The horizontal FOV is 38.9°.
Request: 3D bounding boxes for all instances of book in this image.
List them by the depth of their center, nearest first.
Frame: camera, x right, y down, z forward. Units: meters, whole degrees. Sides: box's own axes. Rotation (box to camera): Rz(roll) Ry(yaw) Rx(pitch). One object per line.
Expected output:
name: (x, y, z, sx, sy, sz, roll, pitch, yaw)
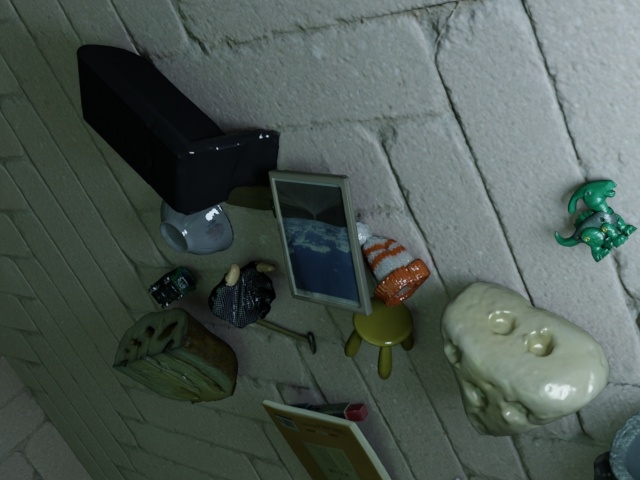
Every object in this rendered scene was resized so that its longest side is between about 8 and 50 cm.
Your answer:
book: (0.040, 0.521, 2.137, 0.268, 0.032, 0.389, 6, 138, 37)

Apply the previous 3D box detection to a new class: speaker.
speaker: (-0.273, -0.219, 1.686, 0.388, 0.184, 0.180, 43, 146, 24)

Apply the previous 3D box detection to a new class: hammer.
hammer: (-0.090, 0.201, 2.014, 0.198, 0.013, 0.062, 17, 137, 35)

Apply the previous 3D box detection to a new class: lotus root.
lotus root: (-0.313, 0.281, 2.208, 0.267, 0.149, 0.260, -19, 138, 38)

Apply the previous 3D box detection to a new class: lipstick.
lipstick: (0.011, 0.405, 2.090, 0.312, 0.051, 0.051, -19, 113, 51)

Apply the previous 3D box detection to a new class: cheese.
cheese: (0.319, 0.188, 1.435, 0.247, 0.173, 0.251, -5, 117, 50)

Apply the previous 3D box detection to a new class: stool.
stool: (0.112, 0.176, 1.691, 0.135, 0.134, 0.110, -6, 140, -6)

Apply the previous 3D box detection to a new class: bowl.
bowl: (-0.282, -0.029, 1.916, 0.189, 0.086, 0.189, 27, 142, 24)

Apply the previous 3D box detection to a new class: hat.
hat: (0.106, 0.030, 1.586, 0.162, 0.093, 0.112, 55, 139, 19)

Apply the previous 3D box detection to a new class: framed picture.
framed picture: (0.000, 0.000, 1.599, 0.189, 0.023, 0.260, 10, 119, 42)

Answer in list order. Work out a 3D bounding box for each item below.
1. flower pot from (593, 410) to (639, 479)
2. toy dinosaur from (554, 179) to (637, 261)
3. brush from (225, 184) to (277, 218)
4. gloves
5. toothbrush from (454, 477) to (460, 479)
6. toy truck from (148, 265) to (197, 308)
flower pot: (0.557, 0.407, 1.291, 0.299, 0.299, 0.283, -5, 118, 49)
toy dinosaur: (0.377, -0.026, 1.256, 0.096, 0.059, 0.132, 52, 138, 5)
brush: (-0.094, -0.070, 1.713, 0.282, 0.048, 0.054, 12, 129, 41)
gloves: (-0.146, 0.099, 1.916, 0.129, 0.106, 0.180, 46, 118, -3)
toothbrush: (0.292, 0.597, 2.017, 0.024, 0.018, 0.257, 34, 145, 28)
toy truck: (-0.346, 0.109, 2.132, 0.065, 0.079, 0.147, 53, 146, -8)
